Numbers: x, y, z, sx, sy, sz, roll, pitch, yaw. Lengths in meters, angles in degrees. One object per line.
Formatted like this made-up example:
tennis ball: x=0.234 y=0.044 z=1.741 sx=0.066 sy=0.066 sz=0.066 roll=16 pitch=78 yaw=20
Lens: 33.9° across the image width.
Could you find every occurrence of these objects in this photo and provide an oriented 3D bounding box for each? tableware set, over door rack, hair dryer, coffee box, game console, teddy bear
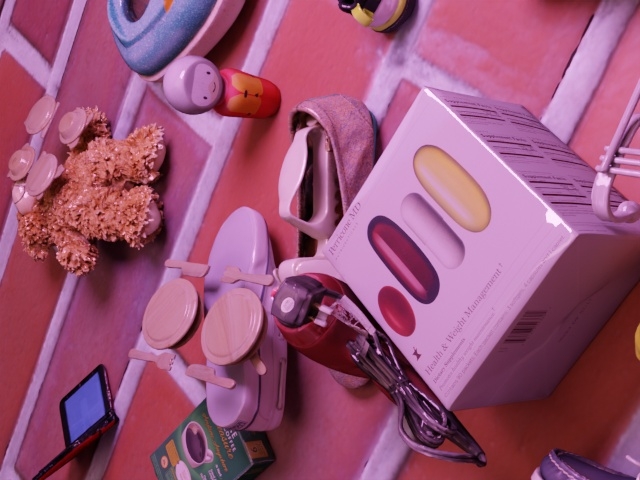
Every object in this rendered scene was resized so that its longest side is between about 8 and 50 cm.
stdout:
tableware set: x=-0.124 y=0.092 z=1.162 sx=0.194 sy=0.039 sz=0.128 roll=7 pitch=72 yaw=45
tableware set: x=-0.389 y=-0.134 z=1.481 sx=0.169 sy=0.020 sz=0.141 roll=25 pitch=85 yaw=47
over door rack: x=0.356 y=-0.144 z=0.752 sx=0.239 sy=0.108 sz=0.324 roll=13 pitch=83 yaw=47
hair dryer: x=0.044 y=0.119 z=0.951 sx=0.080 sy=0.293 sz=0.223 roll=-44 pitch=87 yaw=7
coffee box: x=-0.136 y=0.267 z=1.288 sx=0.184 sy=0.040 sz=0.113 roll=-48 pitch=55 yaw=34
game console: x=-0.360 y=0.263 z=1.503 sx=0.085 sy=0.124 sz=0.144 roll=52 pitch=128 yaw=4
teddy bear: x=-0.331 y=-0.067 z=1.473 sx=0.338 sy=0.113 sz=0.245 roll=17 pitch=97 yaw=46

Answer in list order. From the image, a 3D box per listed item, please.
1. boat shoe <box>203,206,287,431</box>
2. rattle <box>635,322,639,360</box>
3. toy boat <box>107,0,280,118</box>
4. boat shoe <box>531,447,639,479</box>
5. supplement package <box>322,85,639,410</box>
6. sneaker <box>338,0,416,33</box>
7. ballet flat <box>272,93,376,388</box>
boat shoe: x=-0.079 y=0.092 z=1.209 sx=0.095 sy=0.084 sz=0.258 roll=-13 pitch=67 yaw=45
rattle: x=0.350 y=0.070 z=0.786 sx=0.200 sy=0.143 sz=0.130 roll=5 pitch=124 yaw=32
toy boat: x=-0.162 y=-0.273 z=1.275 sx=0.267 sy=0.148 sz=0.318 roll=-48 pitch=54 yaw=34
boat shoe: x=0.279 y=0.214 z=0.803 sx=0.254 sy=0.095 sz=0.079 roll=26 pitch=108 yaw=44
supplement package: x=0.146 y=0.006 z=0.922 sx=0.203 sy=0.149 sz=0.194 roll=51 pitch=122 yaw=35
sneaker: x=0.029 y=-0.324 z=1.109 sx=0.084 sy=0.097 sz=0.234 roll=-41 pitch=59 yaw=37
ballet flat: x=0.000 y=0.000 z=1.112 sx=0.107 sy=0.106 sz=0.316 roll=-10 pitch=80 yaw=46
